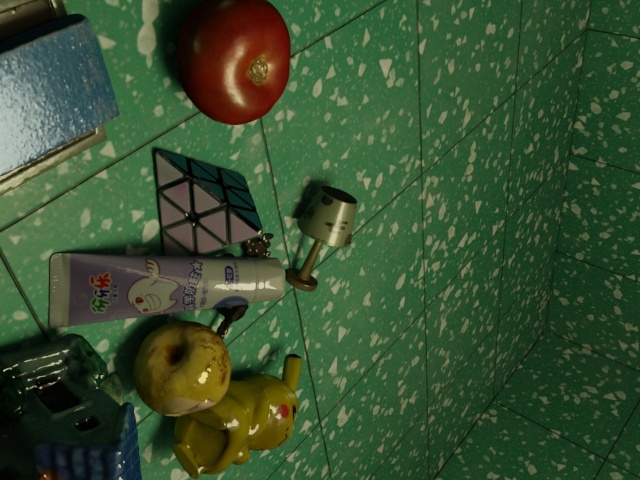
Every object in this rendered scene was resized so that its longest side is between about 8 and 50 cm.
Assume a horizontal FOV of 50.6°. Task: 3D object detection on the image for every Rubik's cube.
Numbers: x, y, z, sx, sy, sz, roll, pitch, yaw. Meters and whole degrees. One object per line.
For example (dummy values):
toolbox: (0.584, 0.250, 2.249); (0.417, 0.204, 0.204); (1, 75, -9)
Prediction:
Rubik's cube: (-0.167, -0.018, 1.106); (0.211, 0.178, 0.190); (5, 109, -54)

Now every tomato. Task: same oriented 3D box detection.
tomato: (-0.132, -0.276, 1.024); (0.195, 0.136, 0.195); (-33, 137, -37)

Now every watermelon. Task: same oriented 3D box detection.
watermelon: (-0.369, 0.317, 1.152); (0.180, 0.081, 0.094); (-66, 172, 10)

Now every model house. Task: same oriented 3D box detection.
model house: (-0.364, 0.327, 0.871); (0.295, 0.329, 0.251); (-12, 119, -41)

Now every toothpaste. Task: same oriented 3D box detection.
toothpaste: (-0.239, 0.071, 1.090); (0.371, 0.080, 0.125); (-1, 114, -27)

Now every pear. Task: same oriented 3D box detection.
pear: (-0.235, 0.227, 1.173); (0.178, 0.178, 0.178); (-32, 134, -40)

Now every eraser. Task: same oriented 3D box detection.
eraser: (-0.390, -0.148, 0.801); (0.312, 0.043, 0.144); (-40, 138, -33)

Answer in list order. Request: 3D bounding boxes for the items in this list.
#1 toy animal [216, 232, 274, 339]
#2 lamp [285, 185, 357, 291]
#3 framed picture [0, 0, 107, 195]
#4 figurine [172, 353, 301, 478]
toy animal: (-0.150, 0.088, 1.271); (0.232, 0.084, 0.148); (-68, 159, -2)
lamp: (0.000, 0.000, 1.397); (0.121, 0.121, 0.214); (-2, 121, -54)
framed picture: (-0.412, -0.160, 0.818); (0.293, 0.018, 0.231); (-39, 138, -34)
figurine: (-0.159, 0.357, 1.361); (0.327, 0.169, 0.218); (5, 122, -52)
